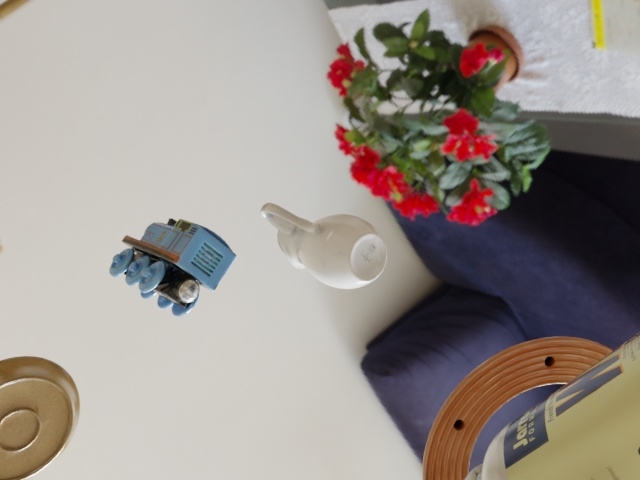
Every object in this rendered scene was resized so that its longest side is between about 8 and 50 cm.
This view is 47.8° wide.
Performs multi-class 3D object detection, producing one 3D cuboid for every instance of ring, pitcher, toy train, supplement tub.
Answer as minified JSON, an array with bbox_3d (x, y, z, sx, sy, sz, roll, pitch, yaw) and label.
[{"bbox_3d":[0.291,0.285,0.935,0.336,0.336,0.032,51,179,-14],"label":"ring"},{"bbox_3d":[0.000,0.000,1.238,0.178,0.125,0.207,39,164,-35],"label":"pitcher"},{"bbox_3d":[-0.186,0.025,0.887,0.080,0.105,0.184,44,163,-33],"label":"toy train"},{"bbox_3d":[0.292,0.218,0.624,0.235,0.325,0.235,35,-152,-21],"label":"supplement tub"}]

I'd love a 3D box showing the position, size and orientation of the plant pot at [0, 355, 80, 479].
[{"bbox_3d":[-0.503,0.306,1.189,0.032,0.236,0.236,20,149,45],"label":"plant pot"}]
